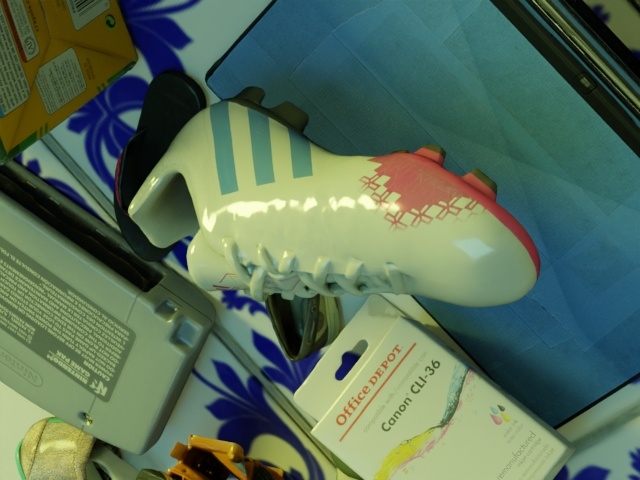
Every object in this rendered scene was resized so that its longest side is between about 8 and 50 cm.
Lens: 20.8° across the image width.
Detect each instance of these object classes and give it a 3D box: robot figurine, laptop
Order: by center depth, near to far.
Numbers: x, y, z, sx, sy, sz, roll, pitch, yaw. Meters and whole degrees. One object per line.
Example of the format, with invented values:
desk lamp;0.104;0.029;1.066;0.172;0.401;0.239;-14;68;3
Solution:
laptop;0.107;-0.035;1.112;0.236;0.408;0.382;-44;93;9
robot figurine;-0.009;0.240;1.424;0.291;0.085;0.211;20;169;26

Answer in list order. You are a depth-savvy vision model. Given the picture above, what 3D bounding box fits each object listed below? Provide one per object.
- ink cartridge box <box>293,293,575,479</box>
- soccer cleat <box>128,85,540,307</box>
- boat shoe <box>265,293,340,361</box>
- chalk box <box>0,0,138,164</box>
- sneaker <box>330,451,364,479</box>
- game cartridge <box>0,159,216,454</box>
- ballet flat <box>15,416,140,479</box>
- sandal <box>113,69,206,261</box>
ink cartridge box;0.076;0.137;1.304;0.198;0.067;0.115;38;94;16
soccer cleat;0.000;0.000;1.157;0.331;0.143;0.116;23;153;48
boat shoe;-0.023;0.024;1.349;0.056;0.049;0.152;-2;118;34
chalk box;-0.321;-0.169;1.323;0.289;0.179;0.180;-1;118;33
sneaker;0.086;0.164;1.362;0.192;0.064;0.086;5;126;32
game cartridge;-0.241;0.049;1.503;0.297;0.062;0.198;35;136;8
ballet flat;-0.169;0.298;1.593;0.106;0.107;0.316;-18;110;24
sandal;-0.134;-0.054;1.374;0.067;0.040;0.179;28;131;13
